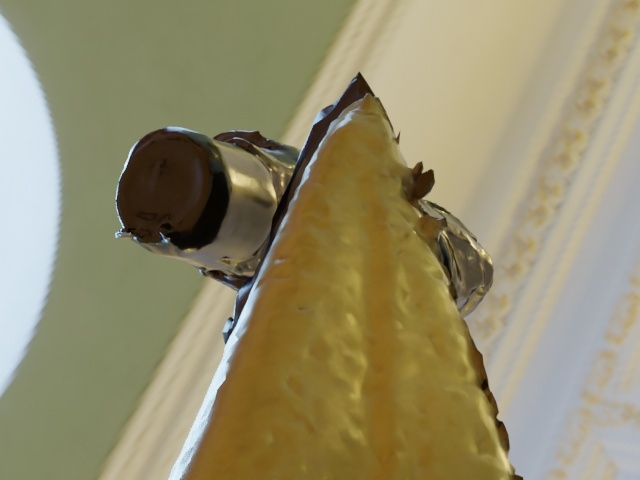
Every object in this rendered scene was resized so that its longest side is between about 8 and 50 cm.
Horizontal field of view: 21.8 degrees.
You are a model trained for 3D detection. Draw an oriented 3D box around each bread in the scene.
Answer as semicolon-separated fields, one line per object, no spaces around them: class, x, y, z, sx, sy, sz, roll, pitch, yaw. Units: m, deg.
bread;0.000;0.211;0.575;0.346;0.242;0.405;-62;-179;37

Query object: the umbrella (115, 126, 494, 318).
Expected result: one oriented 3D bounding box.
umbrella;0.000;0.000;0.805;0.094;0.326;0.090;3;-97;28
